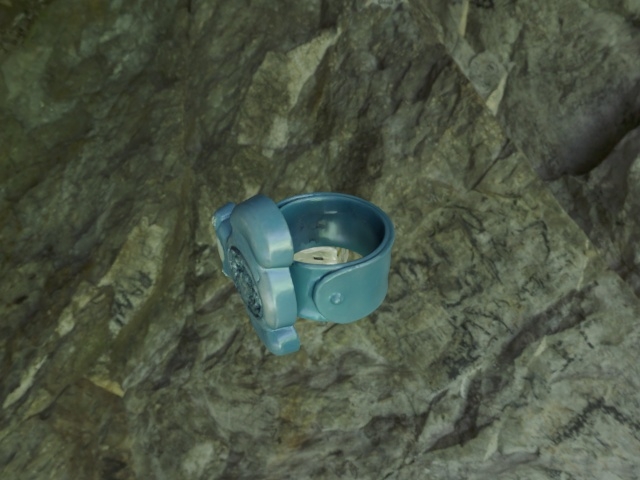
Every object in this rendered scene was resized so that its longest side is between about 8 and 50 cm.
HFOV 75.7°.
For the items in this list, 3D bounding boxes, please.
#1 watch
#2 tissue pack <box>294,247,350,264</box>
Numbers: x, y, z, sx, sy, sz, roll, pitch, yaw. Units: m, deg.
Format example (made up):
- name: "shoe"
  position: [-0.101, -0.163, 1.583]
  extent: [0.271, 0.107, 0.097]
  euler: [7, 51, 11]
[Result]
- name: "watch"
  position: [-0.012, 0.014, 0.516]
  extent: [0.193, 0.211, 0.211]
  euler: [-20, -160, -25]
- name: "tissue pack"
  position: [0.000, 0.001, 0.750]
  extent: [0.106, 0.099, 0.149]
  euler: [5, -143, 15]
